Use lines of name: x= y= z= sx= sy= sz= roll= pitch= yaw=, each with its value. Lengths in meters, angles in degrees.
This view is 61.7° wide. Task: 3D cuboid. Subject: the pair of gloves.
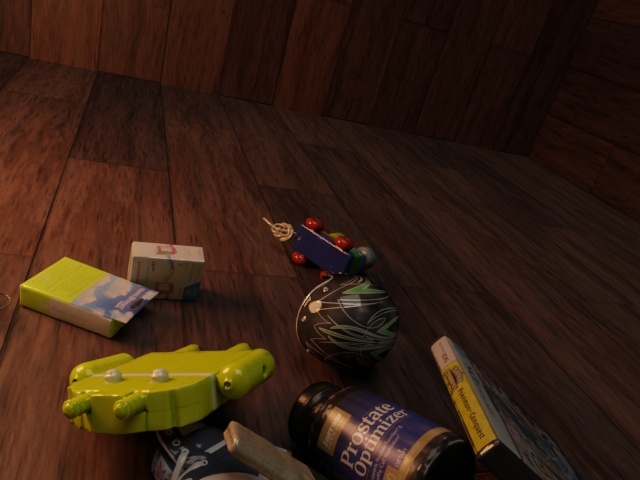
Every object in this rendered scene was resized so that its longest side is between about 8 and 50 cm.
pair of gloves: x=0.008 y=0.252 z=0.463 sx=0.204 sy=0.042 sz=0.240 roll=38 pitch=-10 yaw=-17

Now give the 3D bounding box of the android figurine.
android figurine: x=-0.189 y=0.172 z=0.663 sx=0.248 sy=0.056 sz=0.273 roll=-5 pitch=-1 yaw=19

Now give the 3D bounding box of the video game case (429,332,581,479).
video game case: x=0.267 y=0.271 z=0.701 sx=0.275 sy=0.035 sz=0.248 roll=43 pitch=12 yaw=-12

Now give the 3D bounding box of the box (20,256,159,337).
box: x=-0.367 y=0.091 z=0.862 sx=0.178 sy=0.042 sz=0.109 roll=19 pitch=26 yaw=5

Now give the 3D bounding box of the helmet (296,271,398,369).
helmet: x=0.045 y=0.134 z=0.889 sx=0.169 sy=0.170 sz=0.161 roll=15 pitch=8 yaw=-3

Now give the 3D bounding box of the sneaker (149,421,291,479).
sneaker: x=-0.127 y=0.269 z=0.531 sx=0.153 sy=0.099 sz=0.282 roll=20 pitch=5 yaw=4

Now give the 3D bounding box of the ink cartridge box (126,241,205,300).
ink cartridge box: x=-0.273 y=0.055 z=0.941 sx=0.122 sy=0.089 sz=0.052 roll=6 pitch=30 yaw=-21

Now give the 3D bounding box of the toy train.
toy train: x=0.000 y=0.000 z=1.222 sx=0.248 sy=0.105 sz=0.143 roll=33 pitch=19 yaw=32

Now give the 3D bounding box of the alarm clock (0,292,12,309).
alarm clock: x=-0.551 y=0.068 z=0.782 sx=0.192 sy=0.064 sz=0.129 roll=16 pitch=25 yaw=-9

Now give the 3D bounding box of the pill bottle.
pill bottle: x=0.064 y=0.254 z=0.653 sx=0.122 sy=0.123 sz=0.219 roll=-8 pitch=14 yaw=-42
